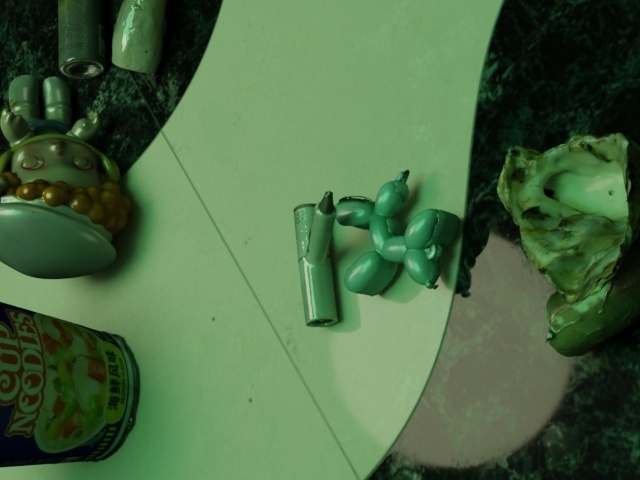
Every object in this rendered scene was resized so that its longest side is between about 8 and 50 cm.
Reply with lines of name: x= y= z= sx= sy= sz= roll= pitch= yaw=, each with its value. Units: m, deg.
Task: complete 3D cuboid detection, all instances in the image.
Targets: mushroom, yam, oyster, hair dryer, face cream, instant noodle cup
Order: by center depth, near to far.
yam: x=0.365 y=-0.001 z=1.303 sx=0.371 sy=0.083 sz=0.083 roll=-37 pitch=56 yaw=30
oyster: x=0.258 y=-0.018 z=1.351 sx=0.166 sy=0.094 sz=0.294 roll=-30 pitch=27 yaw=23
hair dryer: x=0.001 y=0.007 z=1.624 sx=0.183 sy=0.044 sz=0.155 roll=109 pitch=154 yaw=-69
instant noodle cup: x=-0.436 y=0.203 z=1.880 sx=0.284 sy=0.312 sz=0.284 roll=-14 pitch=71 yaw=44
mushroom: x=-0.257 y=-0.361 z=2.016 sx=0.081 sy=0.092 sz=0.223 roll=12 pitch=92 yaw=2
face cream: x=-0.380 y=-0.397 z=2.154 sx=0.073 sy=0.073 sz=0.283 roll=-21 pitch=65 yaw=40

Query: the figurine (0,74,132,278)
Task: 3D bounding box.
figurine: x=-0.397 y=-0.094 z=2.059 sx=0.382 sy=0.224 sz=0.205 roll=-89 pitch=17 yaw=-47

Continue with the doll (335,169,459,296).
doll: x=0.091 y=-0.001 z=1.589 sx=0.158 sy=0.059 sz=0.159 roll=-33 pitch=56 yaw=35
